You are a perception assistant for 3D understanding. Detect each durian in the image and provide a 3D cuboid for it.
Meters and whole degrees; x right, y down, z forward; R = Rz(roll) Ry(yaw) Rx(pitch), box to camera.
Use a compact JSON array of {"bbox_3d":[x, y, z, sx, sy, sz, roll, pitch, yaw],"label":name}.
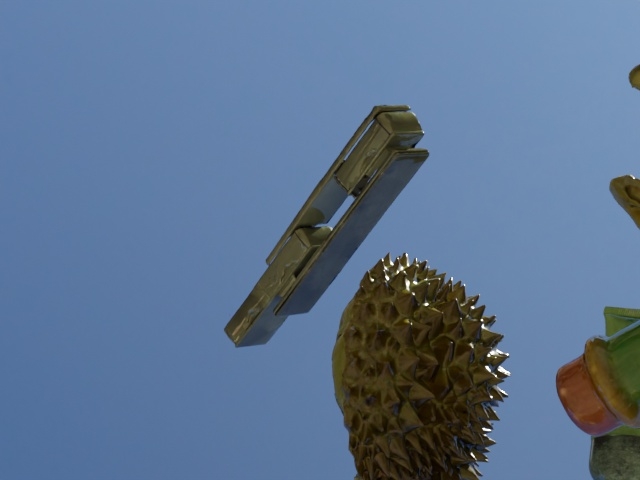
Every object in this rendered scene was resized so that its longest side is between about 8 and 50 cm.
[{"bbox_3d":[0.061,0.106,0.898,0.102,0.146,0.208,-2,-107,25],"label":"durian"}]

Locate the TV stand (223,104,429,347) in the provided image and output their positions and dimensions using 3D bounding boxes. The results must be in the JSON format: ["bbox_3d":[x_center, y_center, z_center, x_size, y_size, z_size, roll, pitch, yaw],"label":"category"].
[{"bbox_3d":[0.000,0.000,1.104,0.036,0.249,0.042,-7,-126,-44],"label":"TV stand"}]

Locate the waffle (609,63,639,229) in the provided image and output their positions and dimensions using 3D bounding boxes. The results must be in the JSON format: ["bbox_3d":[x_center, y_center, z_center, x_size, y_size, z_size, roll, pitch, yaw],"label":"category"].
[{"bbox_3d":[0.315,-0.048,0.910,0.250,0.056,0.261,-35,-99,19],"label":"waffle"}]

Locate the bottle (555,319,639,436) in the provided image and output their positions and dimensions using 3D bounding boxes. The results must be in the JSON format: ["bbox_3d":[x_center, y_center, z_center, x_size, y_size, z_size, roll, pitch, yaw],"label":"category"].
[{"bbox_3d":[0.182,0.027,0.617,0.187,0.069,0.069,-34,-122,23],"label":"bottle"}]

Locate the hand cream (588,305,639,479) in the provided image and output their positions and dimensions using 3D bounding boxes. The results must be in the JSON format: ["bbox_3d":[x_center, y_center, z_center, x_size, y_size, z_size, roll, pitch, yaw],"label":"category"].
[{"bbox_3d":[0.264,0.127,1.205,0.095,0.046,0.175,3,-125,22],"label":"hand cream"}]
